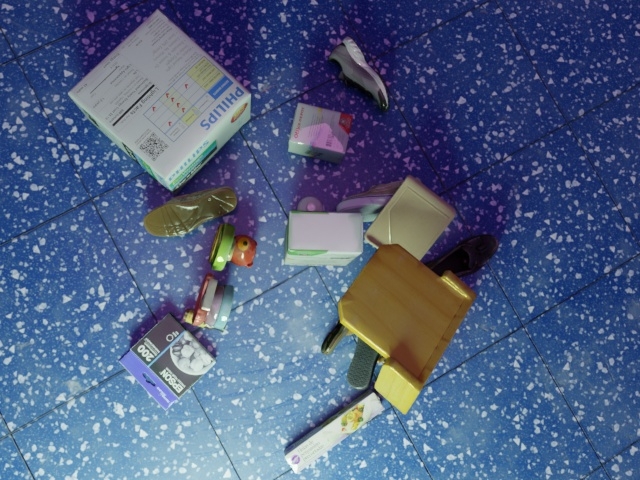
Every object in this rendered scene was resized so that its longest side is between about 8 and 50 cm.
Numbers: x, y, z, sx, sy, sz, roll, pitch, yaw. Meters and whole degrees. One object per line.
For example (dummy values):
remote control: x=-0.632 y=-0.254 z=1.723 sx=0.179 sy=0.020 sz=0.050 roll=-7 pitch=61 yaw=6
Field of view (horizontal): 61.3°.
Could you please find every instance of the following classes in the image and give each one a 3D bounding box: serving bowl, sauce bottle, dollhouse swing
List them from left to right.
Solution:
sauce bottle: x=-0.345 y=0.241 z=1.615 sx=0.128 sy=0.042 sz=0.042 roll=18 pitch=82 yaw=-5
serving bowl: x=-0.031 y=-0.100 z=1.696 sx=0.083 sy=0.027 sz=0.084 roll=1 pitch=82 yaw=-6
dollhouse swing: x=0.223 y=0.241 z=1.561 sx=0.304 sy=0.315 sz=0.347 roll=30 pitch=61 yaw=16

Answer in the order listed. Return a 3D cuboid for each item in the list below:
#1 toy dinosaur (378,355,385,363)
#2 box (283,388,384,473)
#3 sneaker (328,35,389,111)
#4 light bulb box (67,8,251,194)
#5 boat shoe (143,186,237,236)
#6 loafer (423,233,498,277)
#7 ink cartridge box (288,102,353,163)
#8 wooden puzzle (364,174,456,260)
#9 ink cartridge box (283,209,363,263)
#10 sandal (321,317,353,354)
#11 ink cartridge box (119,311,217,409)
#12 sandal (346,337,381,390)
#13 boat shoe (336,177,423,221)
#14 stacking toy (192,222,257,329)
toy dinosaur: x=0.169 y=0.346 z=1.648 sx=0.112 sy=0.064 sz=0.212 roll=34 pitch=81 yaw=0
box: x=0.041 y=0.563 z=1.607 sx=0.323 sy=0.067 sz=0.063 roll=-33 pitch=87 yaw=-8
sneaker: x=0.130 y=-0.519 z=1.738 sx=0.108 sy=0.100 sz=0.272 roll=-37 pitch=85 yaw=5
light bulb box: x=-0.451 y=-0.392 z=1.585 sx=0.361 sy=0.225 sz=0.358 roll=42 pitch=80 yaw=-1
boat shoe: x=-0.391 y=-0.090 z=1.636 sx=0.284 sy=0.089 sz=0.105 roll=-17 pitch=111 yaw=-5
loafer: x=0.438 y=0.068 z=1.693 sx=0.302 sy=0.095 sz=0.109 roll=-26 pitch=87 yaw=-9
ink cartridge box: x=-0.004 y=-0.330 z=1.675 sx=0.176 sy=0.127 sz=0.128 roll=14 pitch=83 yaw=-5
wooden puzzle: x=0.275 y=-0.053 z=1.665 sx=0.220 sy=0.044 sz=0.239 roll=32 pitch=97 yaw=-26
ink cartridge box: x=0.000 y=0.000 z=1.563 sx=0.201 sy=0.278 sz=0.117 roll=2 pitch=80 yaw=-6
sandal: x=0.087 y=0.264 z=1.638 sx=0.060 sy=0.090 sz=0.219 roll=39 pitch=80 yaw=-11
ink cartridge box: x=-0.451 y=0.356 z=1.588 sx=0.208 sy=0.045 sz=0.206 roll=-45 pitch=90 yaw=-8
sandal: x=0.150 y=0.324 z=1.615 sx=0.097 sy=0.054 sz=0.255 roll=20 pitch=71 yaw=27
boat shoe: x=0.191 y=-0.129 z=1.700 sx=0.301 sy=0.109 sz=0.094 roll=-8 pitch=62 yaw=-12
stacking toy: x=-0.254 y=0.101 z=1.524 sx=0.130 sy=0.279 sz=0.309 roll=17 pitch=76 yaw=-15
